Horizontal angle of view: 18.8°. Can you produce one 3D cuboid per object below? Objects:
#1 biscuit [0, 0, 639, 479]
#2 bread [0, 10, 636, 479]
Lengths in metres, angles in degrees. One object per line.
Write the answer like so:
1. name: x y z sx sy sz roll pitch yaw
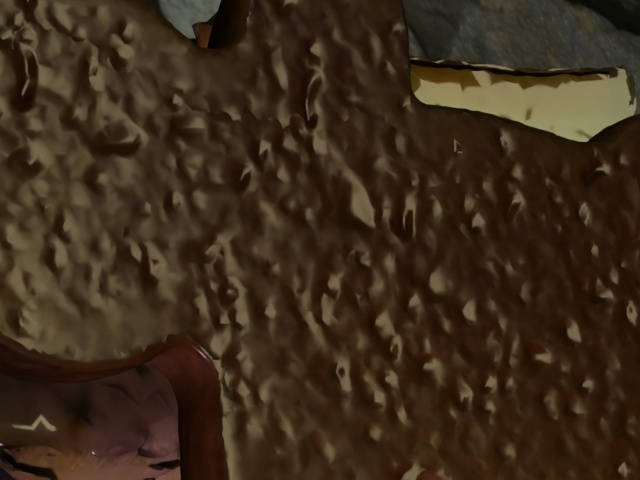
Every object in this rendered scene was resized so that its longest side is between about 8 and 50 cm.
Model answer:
1. biscuit: 0.007 0.014 0.775 0.432 0.064 0.283 15 65 -33
2. bread: 0.000 0.000 0.882 0.315 0.279 0.248 25 53 -63
